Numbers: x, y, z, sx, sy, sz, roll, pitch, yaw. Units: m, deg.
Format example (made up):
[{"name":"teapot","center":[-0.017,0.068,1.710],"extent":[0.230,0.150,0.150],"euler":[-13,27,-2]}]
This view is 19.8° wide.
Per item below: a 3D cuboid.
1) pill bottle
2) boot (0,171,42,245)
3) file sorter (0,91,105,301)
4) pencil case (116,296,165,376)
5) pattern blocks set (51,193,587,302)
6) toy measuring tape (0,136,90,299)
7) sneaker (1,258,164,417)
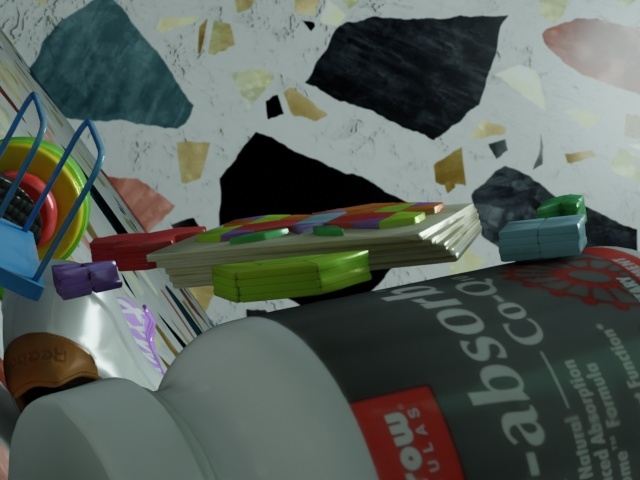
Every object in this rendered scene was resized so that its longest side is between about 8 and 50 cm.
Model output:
[{"name":"pill bottle","center":[0.037,0.131,0.966],"extent":[0.210,0.363,0.210],"euler":[27,-58,54]},{"name":"boot","center":[-0.302,-0.072,1.336],"extent":[0.161,0.083,0.246],"euler":[46,-6,31]},{"name":"file sorter","center":[-0.235,-0.058,1.152],"extent":[0.170,0.104,0.118],"euler":[26,9,-19]},{"name":"pencil case","center":[-0.156,0.117,1.477],"extent":[0.086,0.088,0.206],"euler":[58,-3,-29]},{"name":"pattern blocks set","center":[0.000,0.000,1.101],"extent":[0.285,0.325,0.026],"euler":[-67,151,-82]},{"name":"toy measuring tape","center":[-0.281,-0.078,1.494],"extent":[0.330,0.121,0.121],"euler":[54,0,-7]},{"name":"sneaker","center":[-0.145,0.147,1.279],"extent":[0.290,0.106,0.123],"euler":[58,23,-44]}]
